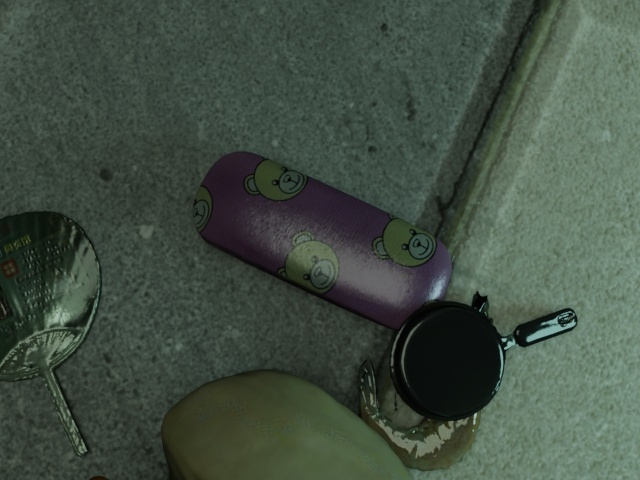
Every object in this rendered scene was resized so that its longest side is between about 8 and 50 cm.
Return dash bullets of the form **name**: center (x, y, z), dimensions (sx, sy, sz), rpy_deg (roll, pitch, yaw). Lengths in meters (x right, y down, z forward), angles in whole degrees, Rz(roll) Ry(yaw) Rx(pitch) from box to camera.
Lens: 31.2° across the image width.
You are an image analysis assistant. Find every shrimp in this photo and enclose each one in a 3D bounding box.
- **shrimp**: center (0.123, 0.154, 1.330), dimensions (0.152, 0.046, 0.219), rpy_deg (18, 84, 3)

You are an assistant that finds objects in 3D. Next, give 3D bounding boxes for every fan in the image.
- **fan**: center (-0.380, 0.108, 1.390), dimensions (0.223, 0.012, 0.294), rpy_deg (2, 81, 5)

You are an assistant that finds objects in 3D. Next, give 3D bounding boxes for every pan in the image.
- **pan**: center (0.191, 0.121, 1.298), dimensions (0.235, 0.028, 0.136), rpy_deg (-18, 92, -14)

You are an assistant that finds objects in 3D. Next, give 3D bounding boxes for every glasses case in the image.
- **glasses case**: center (0.000, 0.000, 1.342), dimensions (0.316, 0.076, 0.123), rpy_deg (24, 80, 10)

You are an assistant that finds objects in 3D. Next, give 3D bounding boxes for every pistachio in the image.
- **pistachio**: center (-0.023, 0.267, 1.238), dimensions (0.332, 0.226, 0.208), rpy_deg (31, 101, 10)

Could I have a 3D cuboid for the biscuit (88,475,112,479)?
- **biscuit**: center (-0.122, 0.407, 1.089), dimensions (0.312, 0.110, 0.318), rpy_deg (17, 91, 2)
